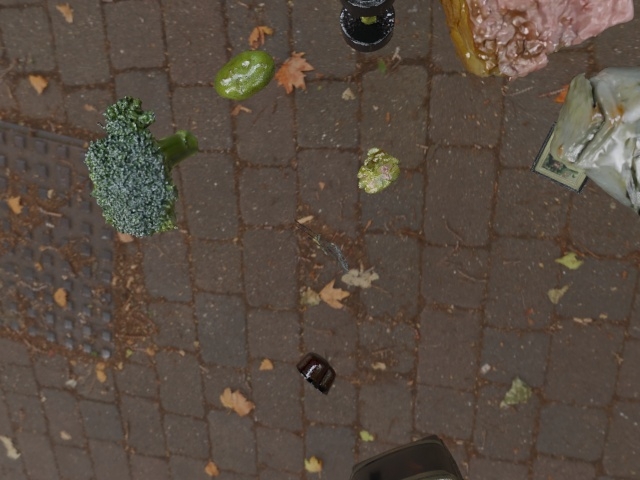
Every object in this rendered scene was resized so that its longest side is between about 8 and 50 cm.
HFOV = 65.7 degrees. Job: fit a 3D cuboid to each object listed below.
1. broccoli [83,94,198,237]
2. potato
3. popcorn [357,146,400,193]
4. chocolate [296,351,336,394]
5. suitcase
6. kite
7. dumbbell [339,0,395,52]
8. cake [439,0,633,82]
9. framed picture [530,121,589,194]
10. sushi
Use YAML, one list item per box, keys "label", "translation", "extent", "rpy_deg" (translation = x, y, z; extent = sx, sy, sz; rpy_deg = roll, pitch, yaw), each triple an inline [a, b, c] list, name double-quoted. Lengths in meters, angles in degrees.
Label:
- label: "broccoli"
  translation: [-0.482, -0.175, 1.418]
  extent: [0.274, 0.397, 0.353]
  rpy_deg: [32, 92, -3]
- label: "potato"
  translation: [-0.278, -0.607, 1.840]
  extent: [0.253, 0.186, 0.148]
  rpy_deg: [-14, 143, 31]
- label: "popcorn"
  translation: [0.138, -0.168, 1.224]
  extent: [0.089, 0.097, 0.109]
  rpy_deg: [29, 97, -20]
- label: "chocolate"
  translation: [-0.007, 0.397, 1.525]
  extent: [0.080, 0.125, 0.149]
  rpy_deg: [-45, 125, -4]
- label: "suitcase"
  translation: [0.200, 0.581, 1.075]
  extent: [0.283, 0.434, 0.194]
  rpy_deg: [-23, 84, 5]
- label: "kite"
  translation: [-0.002, 0.002, 1.338]
  extent: [0.016, 0.127, 0.229]
  rpy_deg: [-41, 123, 13]
- label: "dumbbell"
  translation: [0.161, -0.806, 1.686]
  extent: [0.203, 0.322, 0.204]
  rpy_deg: [0, 85, 5]
- label: "cake"
  translation: [0.411, -0.528, 0.991]
  extent: [0.306, 0.293, 0.314]
  rpy_deg: [-21, 128, 11]
- label: "framed picture"
  translation: [0.868, -0.288, 1.739]
  extent: [0.199, 0.010, 0.195]
  rpy_deg: [35, 127, 27]
- label: "sushi"
  translation: [0.287, -0.119, 0.487]
  extent: [0.109, 0.273, 0.134]
  rpy_deg: [9, 122, 21]
